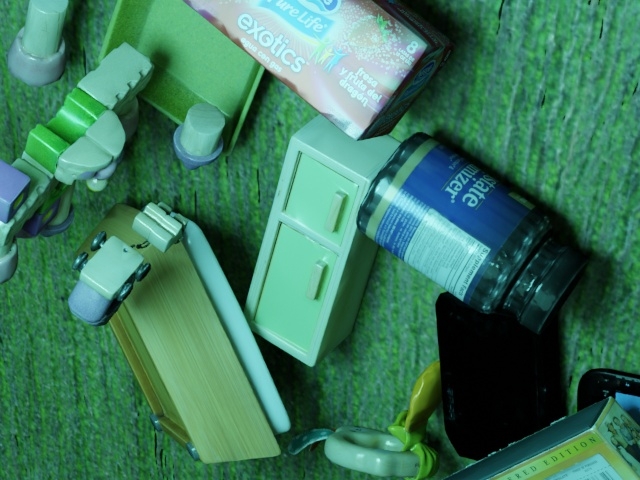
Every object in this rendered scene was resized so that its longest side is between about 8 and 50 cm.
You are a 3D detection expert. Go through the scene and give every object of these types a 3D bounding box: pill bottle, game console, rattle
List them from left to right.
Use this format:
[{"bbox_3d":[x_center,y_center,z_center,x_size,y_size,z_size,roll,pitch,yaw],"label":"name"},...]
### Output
[{"bbox_3d":[0.049,0.193,2.224,0.200,0.130,0.142,20,120,58],"label":"rattle"},{"bbox_3d":[0.155,-0.003,1.985,0.219,0.123,0.122,34,131,11],"label":"pill bottle"},{"bbox_3d":[0.287,0.166,2.052,0.361,0.044,0.213,11,123,30],"label":"game console"}]

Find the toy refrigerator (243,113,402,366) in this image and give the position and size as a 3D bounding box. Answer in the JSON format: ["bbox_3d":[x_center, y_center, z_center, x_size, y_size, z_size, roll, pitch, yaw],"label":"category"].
[{"bbox_3d":[0.000,0.000,2.120,0.102,0.094,0.269,31,130,17],"label":"toy refrigerator"}]

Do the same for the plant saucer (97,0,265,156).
[{"bbox_3d":[-0.134,-0.214,2.117,0.188,0.045,0.188,36,131,12],"label":"plant saucer"}]

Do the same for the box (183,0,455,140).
[{"bbox_3d":[-0.009,-0.223,1.943,0.257,0.128,0.122,40,105,10],"label":"box"}]

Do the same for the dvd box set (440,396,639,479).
[{"bbox_3d":[0.333,0.382,2.104,0.420,0.062,0.308,47,136,-7],"label":"dvd box set"}]

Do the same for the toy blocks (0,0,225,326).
[{"bbox_3d":[-0.280,-0.050,2.121,0.309,0.288,0.260,35,146,7],"label":"toy blocks"}]

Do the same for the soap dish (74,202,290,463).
[{"bbox_3d":[-0.161,0.107,2.226,0.290,0.118,0.229,66,165,-17],"label":"soap dish"}]
